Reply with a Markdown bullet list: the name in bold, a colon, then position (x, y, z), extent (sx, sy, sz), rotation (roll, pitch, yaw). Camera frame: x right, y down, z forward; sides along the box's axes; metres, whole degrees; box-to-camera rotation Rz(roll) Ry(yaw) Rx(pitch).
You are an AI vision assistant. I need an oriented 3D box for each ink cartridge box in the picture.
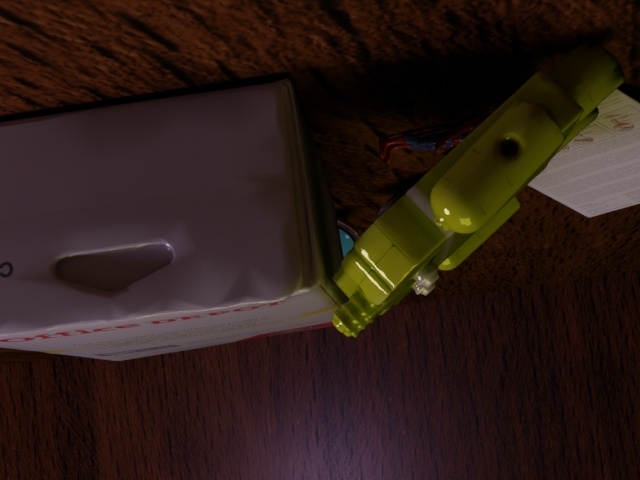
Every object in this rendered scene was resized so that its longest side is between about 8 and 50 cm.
- **ink cartridge box**: position (0.276, -0.100, 0.856), extent (0.232, 0.066, 0.189), rotation (25, 154, -32)
- **ink cartridge box**: position (-0.125, 0.008, 0.781), extent (0.279, 0.160, 0.385), rotation (-8, 170, 4)

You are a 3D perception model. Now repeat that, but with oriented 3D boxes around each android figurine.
- **android figurine**: position (0.110, -0.028, 0.654), extent (0.273, 0.056, 0.248), rotation (-44, 170, -4)

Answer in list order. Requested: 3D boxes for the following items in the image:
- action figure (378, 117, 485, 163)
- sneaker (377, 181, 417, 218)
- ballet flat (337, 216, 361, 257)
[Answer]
- **action figure**: position (0.113, -0.091, 0.793), extent (0.115, 0.030, 0.038), rotation (-13, 164, 18)
- **sneaker**: position (0.117, -0.046, 1.000), extent (0.053, 0.059, 0.144), rotation (35, 130, -29)
- **ballet flat**: position (0.000, 0.000, 1.173), extent (0.067, 0.073, 0.206), rotation (-34, -168, -37)
